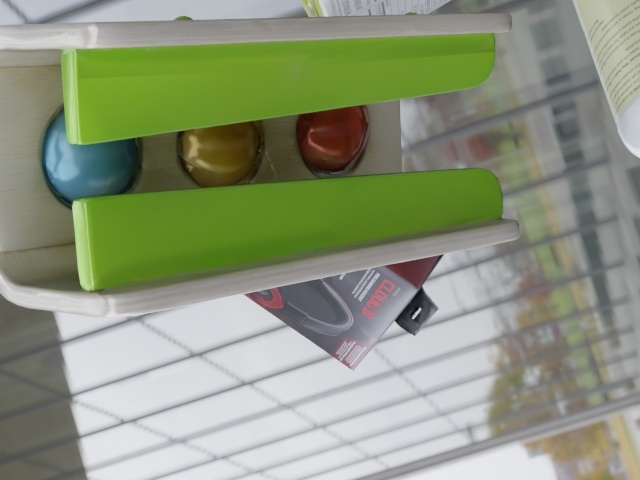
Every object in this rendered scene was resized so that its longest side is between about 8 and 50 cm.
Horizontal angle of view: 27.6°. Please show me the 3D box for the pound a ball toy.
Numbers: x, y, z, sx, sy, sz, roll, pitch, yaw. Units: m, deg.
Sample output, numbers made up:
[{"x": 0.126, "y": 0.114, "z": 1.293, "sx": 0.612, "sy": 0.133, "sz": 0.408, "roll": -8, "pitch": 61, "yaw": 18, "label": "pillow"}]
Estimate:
[{"x": -0.016, "y": -0.091, "z": 0.669, "sx": 0.319, "sy": 0.135, "sz": 0.208, "roll": -11, "pitch": -79, "yaw": -42, "label": "pound a ball toy"}]

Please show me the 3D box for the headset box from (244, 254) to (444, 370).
[{"x": 0.000, "y": 0.000, "z": 1.425, "sx": 0.110, "sy": 0.293, "sz": 0.218, "roll": -54, "pitch": -2, "yaw": -33, "label": "headset box"}]

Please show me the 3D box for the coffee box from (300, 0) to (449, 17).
[{"x": 0.061, "y": -0.444, "z": 1.376, "sx": 0.338, "sy": 0.334, "sz": 0.338, "roll": 60, "pitch": -178, "yaw": 8, "label": "coffee box"}]

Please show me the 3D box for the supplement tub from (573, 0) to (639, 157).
[{"x": 0.427, "y": -0.230, "z": 1.479, "sx": 0.235, "sy": 0.235, "sz": 0.325, "roll": 46, "pitch": -152, "yaw": -69, "label": "supplement tub"}]
